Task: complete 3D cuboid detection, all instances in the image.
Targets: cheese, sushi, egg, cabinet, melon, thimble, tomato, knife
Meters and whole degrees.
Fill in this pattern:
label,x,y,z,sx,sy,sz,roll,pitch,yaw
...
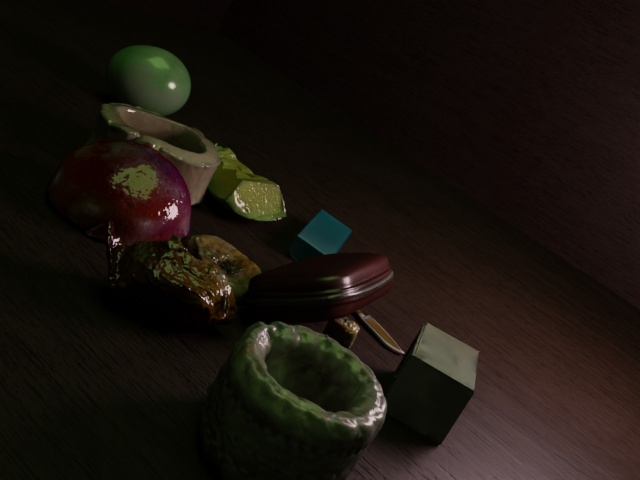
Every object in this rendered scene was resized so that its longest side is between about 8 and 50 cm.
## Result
label,x,y,z,sx,sy,sz,roll,pitch,yaw
cheese,-0.441,-0.228,2.127,0.332,0.153,0.292,16,22,-25
sushi,-0.293,0.077,1.585,0.296,0.167,0.179,18,43,-6
egg,-0.548,-0.508,2.581,0.269,0.220,0.220,11,24,-20
cabinet,0.234,0.293,1.717,0.150,0.145,0.206,29,20,5
melon,-0.234,-0.161,2.277,0.196,0.124,0.323,15,17,-35
thimble,-0.052,0.275,1.330,0.291,0.195,0.291,25,20,-10
tomato,-0.438,-0.118,1.838,0.335,0.176,0.289,34,24,14
knife,0.119,0.196,1.991,0.046,0.022,0.256,11,26,-48

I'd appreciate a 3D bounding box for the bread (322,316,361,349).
label,x,y,z,sx,sy,sz,roll,pitch,yaw
bread,0.040,0.210,1.769,0.070,0.083,0.076,27,20,10

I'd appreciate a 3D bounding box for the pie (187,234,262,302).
label,x,y,z,sx,sy,sz,roll,pitch,yaw
pie,-0.213,0.065,1.849,0.185,0.052,0.218,19,23,-36

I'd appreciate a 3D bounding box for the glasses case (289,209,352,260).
label,x,y,z,sx,sy,sz,roll,pitch,yaw
glasses case,0.001,0.002,2.262,0.117,0.070,0.301,35,19,3

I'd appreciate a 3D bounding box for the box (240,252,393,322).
label,x,y,z,sx,sy,sz,roll,pitch,yaw
box,0.007,0.102,1.822,0.263,0.108,0.404,-3,6,25

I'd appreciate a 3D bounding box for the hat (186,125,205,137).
label,x,y,z,sx,sy,sz,roll,pitch,yaw
hat,-0.356,-0.279,2.458,0.175,0.085,0.147,34,20,20
